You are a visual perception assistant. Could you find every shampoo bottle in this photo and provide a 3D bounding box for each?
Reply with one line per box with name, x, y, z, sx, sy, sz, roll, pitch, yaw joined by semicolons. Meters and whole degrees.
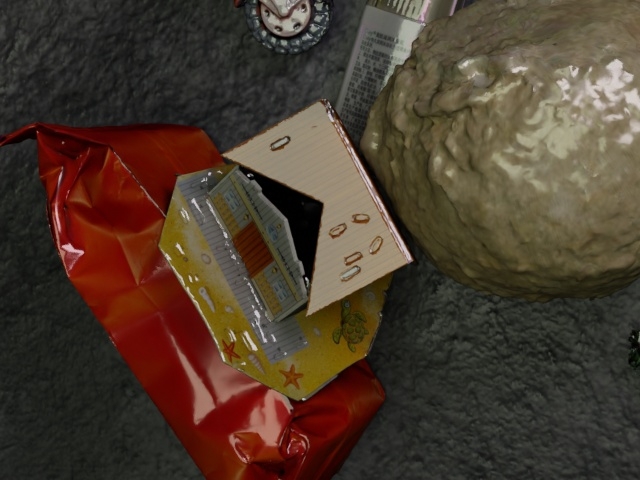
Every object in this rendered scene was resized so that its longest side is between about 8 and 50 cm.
shampoo bottle;0.059;-0.129;1.579;0.086;0.056;0.227;19;101;17

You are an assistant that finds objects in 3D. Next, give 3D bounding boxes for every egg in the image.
egg;0.187;-0.078;1.438;0.310;0.279;0.279;-13;92;33

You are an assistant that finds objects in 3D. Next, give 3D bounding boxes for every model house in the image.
model house;0.000;0.000;1.454;0.219;0.207;0.136;63;147;8

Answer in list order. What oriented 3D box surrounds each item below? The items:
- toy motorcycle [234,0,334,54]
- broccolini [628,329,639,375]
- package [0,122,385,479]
toy motorcycle;-0.023;-0.320;1.568;0.171;0.089;0.298;25;102;14
broccolini;0.376;0.056;1.502;0.254;0.057;0.071;-35;127;20
package;-0.107;0.048;1.576;0.123;0.196;0.423;-37;84;20
